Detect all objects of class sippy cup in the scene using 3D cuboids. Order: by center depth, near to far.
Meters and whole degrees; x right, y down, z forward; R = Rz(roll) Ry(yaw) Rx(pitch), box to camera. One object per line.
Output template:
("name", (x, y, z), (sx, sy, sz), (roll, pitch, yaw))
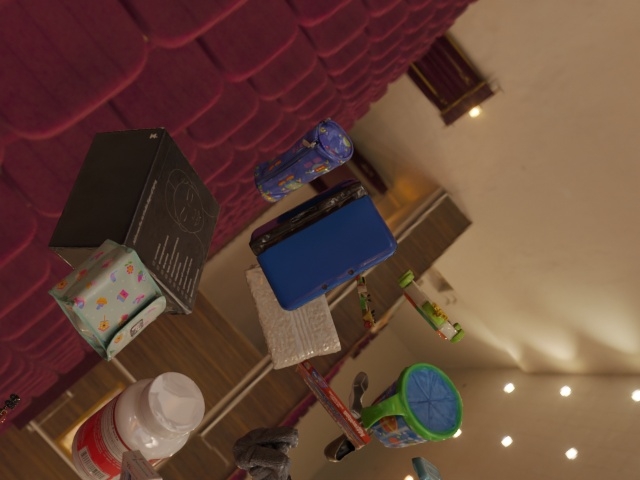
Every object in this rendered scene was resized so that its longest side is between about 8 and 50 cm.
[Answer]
("sippy cup", (0.271, 0.519, 2.022), (0.224, 0.306, 0.240), (-44, -162, 43))

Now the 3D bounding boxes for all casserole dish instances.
("casserole dish", (0.398, 0.853, 2.431), (0.037, 0.188, 0.114), (-37, -141, 12))

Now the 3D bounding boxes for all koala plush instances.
("koala plush", (-0.169, 0.730, 2.120), (0.204, 0.221, 0.196), (-1, -156, 11))

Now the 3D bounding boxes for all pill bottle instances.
("pill bottle", (-0.514, 0.533, 1.890), (0.408, 0.229, 0.229), (-38, -174, 34))

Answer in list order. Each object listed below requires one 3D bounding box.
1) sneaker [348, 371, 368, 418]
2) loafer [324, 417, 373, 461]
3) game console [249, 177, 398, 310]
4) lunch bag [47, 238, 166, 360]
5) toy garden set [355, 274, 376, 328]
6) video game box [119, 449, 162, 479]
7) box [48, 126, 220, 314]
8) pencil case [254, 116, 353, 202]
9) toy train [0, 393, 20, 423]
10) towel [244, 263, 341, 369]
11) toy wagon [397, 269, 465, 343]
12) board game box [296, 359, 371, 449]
("sneaker", (0.116, 0.504, 2.189), (0.061, 0.054, 0.152), (172, -67, -73))
("loafer", (0.132, 0.794, 2.640), (0.251, 0.094, 0.087), (-39, -163, -14))
("game console", (0.000, 0.000, 1.549), (0.293, 0.173, 0.250), (-28, -170, 1))
("lunch bag", (-0.543, 0.169, 1.761), (0.160, 0.262, 0.223), (16, -129, 39))
("toy garden set", (0.161, 0.188, 2.382), (0.049, 0.244, 0.204), (-10, -168, 3))
("video game box", (-0.417, 0.606, 1.511), (0.187, 0.048, 0.205), (6, -90, 61))
("box", (-0.616, -0.056, 2.322), (0.298, 0.471, 0.479), (0, -123, 17))
("pencil case", (-0.055, -0.209, 1.789), (0.306, 0.119, 0.133), (-27, 165, 40))
("toy train", (-0.982, 0.542, 2.043), (0.158, 0.036, 0.027), (-54, 171, -22))
("towel", (-0.074, 0.177, 1.729), (0.187, 0.282, 0.049), (-16, 175, -5))
("toy wagon", (0.357, 0.222, 2.179), (0.068, 0.267, 0.344), (-43, 178, 6))
("board game box", (0.031, 0.452, 1.842), (0.027, 0.281, 0.145), (-36, 165, -17))
